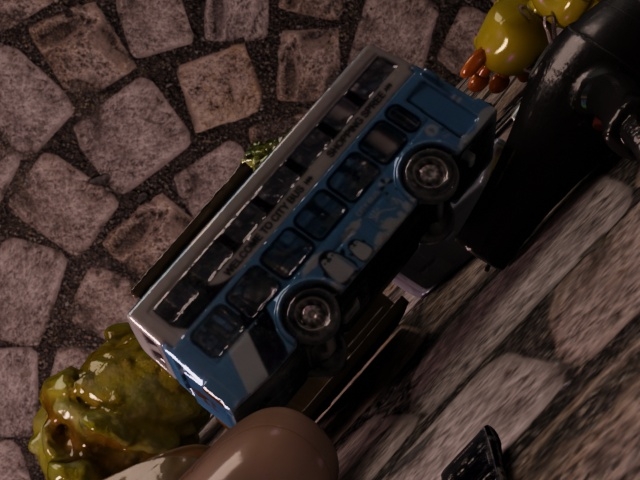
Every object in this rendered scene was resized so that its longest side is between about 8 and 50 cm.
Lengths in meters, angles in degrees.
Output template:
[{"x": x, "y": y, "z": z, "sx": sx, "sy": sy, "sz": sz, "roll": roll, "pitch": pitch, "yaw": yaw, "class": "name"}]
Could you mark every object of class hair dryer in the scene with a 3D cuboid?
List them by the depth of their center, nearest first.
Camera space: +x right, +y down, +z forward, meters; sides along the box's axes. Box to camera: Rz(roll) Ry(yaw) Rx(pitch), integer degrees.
[{"x": 0.182, "y": -0.065, "z": 1.091, "sx": 0.235, "sy": 0.091, "sz": 0.271, "roll": -56, "pitch": 6, "yaw": 8, "class": "hair dryer"}]

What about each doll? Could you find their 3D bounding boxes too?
[{"x": 0.283, "y": -0.280, "z": 2.113, "sx": 0.143, "sy": 0.135, "sz": 0.221, "roll": -2, "pitch": -40, "yaw": -46, "class": "doll"}]

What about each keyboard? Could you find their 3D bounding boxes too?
[{"x": 0.208, "y": -0.124, "z": 2.002, "sx": 0.202, "sy": 0.011, "sz": 0.067, "roll": -46, "pitch": 5, "yaw": 19, "class": "keyboard"}]

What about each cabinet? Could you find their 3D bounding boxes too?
[{"x": -0.042, "y": 0.061, "z": 1.310, "sx": 0.148, "sy": 0.175, "sz": 0.215, "roll": -49, "pitch": -5, "yaw": -6, "class": "cabinet"}]

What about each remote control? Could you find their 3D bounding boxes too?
[{"x": 0.076, "y": 0.119, "z": 0.759, "sx": 0.039, "sy": 0.014, "sz": 0.096, "roll": -47, "pitch": 4, "yaw": 9, "class": "remote control"}]

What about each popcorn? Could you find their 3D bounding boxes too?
[{"x": -0.271, "y": 0.236, "z": 2.099, "sx": 0.242, "sy": 0.235, "sz": 0.250, "roll": 16, "pitch": 81, "yaw": 60, "class": "popcorn"}]

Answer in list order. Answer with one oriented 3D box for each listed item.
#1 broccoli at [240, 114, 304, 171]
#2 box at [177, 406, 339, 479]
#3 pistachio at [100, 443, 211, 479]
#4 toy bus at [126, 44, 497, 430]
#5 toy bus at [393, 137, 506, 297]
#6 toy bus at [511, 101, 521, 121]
[{"x": 0.010, "y": -0.026, "z": 2.107, "sx": 0.397, "sy": 0.275, "sz": 0.353, "roll": -110, "pitch": 42, "yaw": -64, "class": "broccoli"}, {"x": -0.070, "y": 0.199, "z": 1.055, "sx": 0.200, "sy": 0.088, "sz": 0.146, "roll": -47, "pitch": 3, "yaw": 13, "class": "box"}, {"x": -0.149, "y": 0.240, "z": 1.297, "sx": 0.185, "sy": 0.124, "sz": 0.124, "roll": -44, "pitch": 3, "yaw": 5, "class": "pistachio"}, {"x": 0.000, "y": 0.000, "z": 1.154, "sx": 0.297, "sy": 0.131, "sz": 0.106, "roll": -50, "pitch": -17, "yaw": -15, "class": "toy bus"}, {"x": 0.123, "y": -0.016, "z": 1.395, "sx": 0.190, "sy": 0.064, "sz": 0.075, "roll": -44, "pitch": 17, "yaw": 48, "class": "toy bus"}, {"x": 0.239, "y": -0.149, "z": 1.659, "sx": 0.083, "sy": 0.037, "sz": 0.031, "roll": -47, "pitch": 3, "yaw": 12, "class": "toy bus"}]
